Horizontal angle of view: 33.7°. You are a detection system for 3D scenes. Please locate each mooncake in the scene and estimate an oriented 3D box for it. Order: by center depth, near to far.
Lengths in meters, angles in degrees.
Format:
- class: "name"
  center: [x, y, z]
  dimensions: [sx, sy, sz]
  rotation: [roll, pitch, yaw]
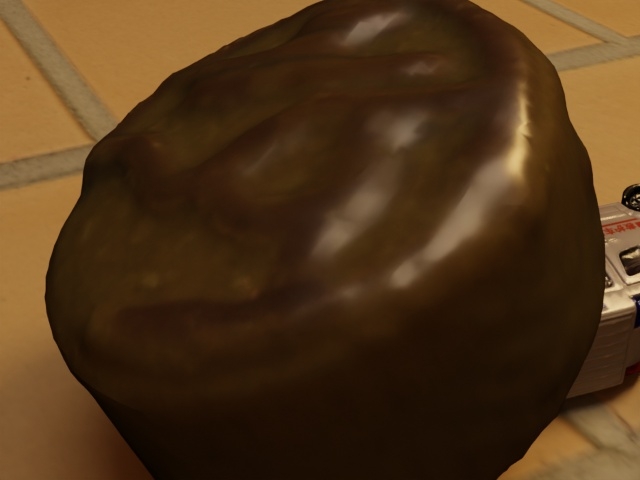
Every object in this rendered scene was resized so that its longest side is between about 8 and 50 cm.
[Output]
- class: "mooncake"
  center: [0.000, 0.000, 0.549]
  dimensions: [0.284, 0.155, 0.284]
  rotation: [-18, 40, 15]

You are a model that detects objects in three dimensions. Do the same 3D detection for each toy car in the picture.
- class: "toy car"
  center: [0.157, 0.038, 0.646]
  dimensions: [0.210, 0.089, 0.108]
  rotation: [-11, 34, -14]
